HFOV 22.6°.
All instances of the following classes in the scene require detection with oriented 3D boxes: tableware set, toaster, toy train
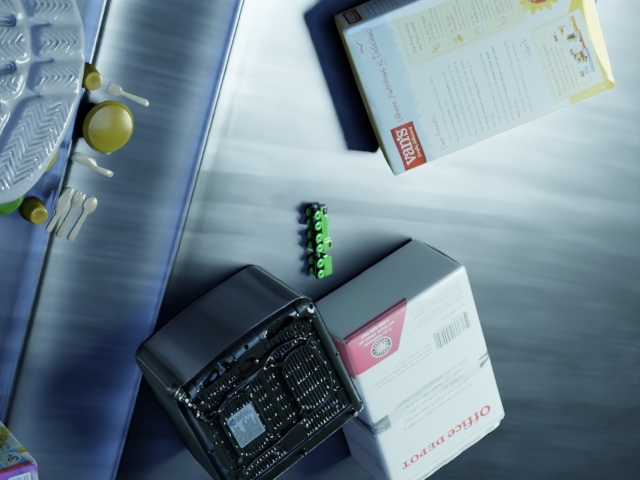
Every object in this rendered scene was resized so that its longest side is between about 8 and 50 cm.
[{"bbox_3d":[-0.226,-0.080,1.395,0.104,0.024,0.154,25,97,-37],"label":"tableware set"},{"bbox_3d":[-0.071,0.134,1.549,0.168,0.110,0.186,-38,129,-16],"label":"toaster"},{"bbox_3d":[0.000,0.000,1.597,0.024,0.017,0.083,-25,125,-36],"label":"toy train"}]

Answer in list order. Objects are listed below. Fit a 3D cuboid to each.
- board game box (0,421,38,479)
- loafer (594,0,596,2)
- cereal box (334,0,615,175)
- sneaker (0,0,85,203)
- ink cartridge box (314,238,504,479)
[{"bbox_3d":[-0.391,0.255,1.357,0.275,0.142,0.144,-15,120,-30],"label":"board game box"},{"bbox_3d":[0.217,-0.230,1.599,0.078,0.080,0.220,7,107,-38],"label":"loafer"},{"bbox_3d":[0.151,-0.182,1.544,0.240,0.047,0.173,-21,123,0],"label":"cereal box"},{"bbox_3d":[-0.272,-0.179,1.191,0.124,0.180,0.321,4,83,-38],"label":"sneaker"},{"bbox_3d":[0.091,0.133,1.677,0.158,0.092,0.218,-32,125,-19],"label":"ink cartridge box"}]
